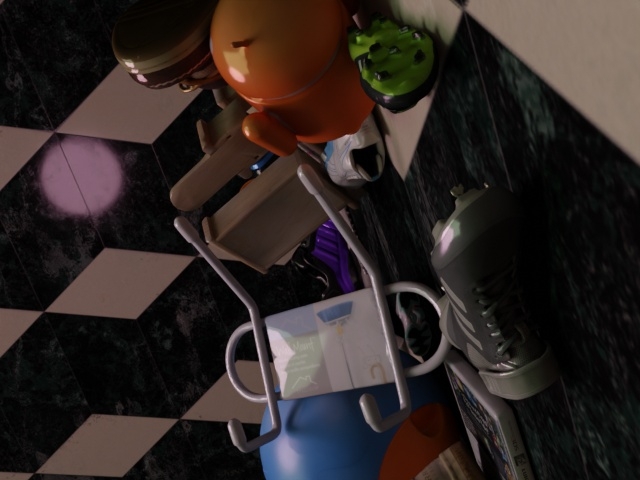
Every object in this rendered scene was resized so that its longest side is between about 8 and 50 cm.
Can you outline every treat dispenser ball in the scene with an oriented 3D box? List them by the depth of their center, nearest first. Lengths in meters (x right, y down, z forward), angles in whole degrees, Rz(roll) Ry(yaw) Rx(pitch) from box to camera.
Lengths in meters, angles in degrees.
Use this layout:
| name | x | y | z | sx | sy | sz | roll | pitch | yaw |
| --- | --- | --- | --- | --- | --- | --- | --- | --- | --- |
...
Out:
| name | x | y | z | sx | sy | sz | roll | pitch | yaw |
| --- | --- | --- | --- | --- | --- | --- | --- | --- | --- |
| treat dispenser ball | 0.056 | 0.289 | 1.029 | 0.288 | 0.288 | 0.288 | 160 | 90 | -87 |

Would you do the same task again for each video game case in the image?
| name | x | y | z | sx | sy | sz | roll | pitch | yaw |
| --- | --- | --- | --- | --- | --- | --- | --- | --- | --- |
| video game case | 0.192 | 0.226 | 0.780 | 0.190 | 0.022 | 0.173 | -123 | 13 | -79 |

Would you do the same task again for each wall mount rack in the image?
| name | x | y | z | sx | sy | sz | roll | pitch | yaw |
| --- | --- | --- | --- | --- | --- | --- | --- | --- | --- |
| wall mount rack | -0.031 | 0.087 | 0.865 | 0.130 | 0.350 | 0.304 | -3 | -103 | -56 |

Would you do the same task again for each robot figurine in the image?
| name | x | y | z | sx | sy | sz | roll | pitch | yaw |
| --- | --- | --- | --- | --- | --- | --- | --- | --- | --- |
| robot figurine | -0.020 | -0.173 | 0.673 | 0.128 | 0.158 | 0.219 | 58 | -169 | 23 |

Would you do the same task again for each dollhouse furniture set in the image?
| name | x | y | z | sx | sy | sz | roll | pitch | yaw |
| --- | --- | --- | --- | --- | --- | --- | --- | --- | --- |
| dollhouse furniture set | -0.110 | -0.151 | 1.059 | 0.303 | 0.174 | 0.355 | 34 | -155 | -42 |

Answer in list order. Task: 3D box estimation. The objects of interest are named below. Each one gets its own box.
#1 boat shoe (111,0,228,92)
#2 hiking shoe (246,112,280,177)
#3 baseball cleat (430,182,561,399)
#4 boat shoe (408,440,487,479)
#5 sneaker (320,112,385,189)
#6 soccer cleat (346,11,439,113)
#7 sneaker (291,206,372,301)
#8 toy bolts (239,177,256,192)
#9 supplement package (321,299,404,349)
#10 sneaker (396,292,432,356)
| name | x | y | z | sx | sy | sz | roll | pitch | yaw |
| --- | --- | --- | --- | --- | --- | --- | --- | --- | --- |
| boat shoe | -0.123 | -0.224 | 0.779 | 0.342 | 0.123 | 0.123 | -89 | -20 | -58 |
| hiking shoe | -0.073 | -0.172 | 1.287 | 0.132 | 0.113 | 0.304 | 63 | -153 | -1 |
| baseball cleat | 0.127 | 0.043 | 0.483 | 0.109 | 0.072 | 0.206 | 53 | 174 | 27 |
| boat shoe | 0.182 | 0.377 | 0.866 | 0.341 | 0.110 | 0.121 | 62 | 179 | -30 |
| sneaker | 0.045 | -0.097 | 0.873 | 0.083 | 0.071 | 0.190 | 62 | 175 | 21 |
| soccer cleat | 0.061 | -0.128 | 0.555 | 0.072 | 0.060 | 0.179 | 61 | -172 | -26 |
| sneaker | 0.000 | 0.000 | 1.478 | 0.102 | 0.146 | 0.293 | 80 | 169 | -71 |
| toy bolts | -0.075 | -0.122 | 1.738 | 0.158 | 0.218 | 0.228 | 64 | -158 | -58 |
| supplement package | 0.059 | 0.196 | 1.366 | 0.105 | 0.105 | 0.179 | -67 | 23 | 0 |
| sneaker | 0.130 | 0.113 | 1.008 | 0.069 | 0.038 | 0.098 | 92 | 167 | -86 |
